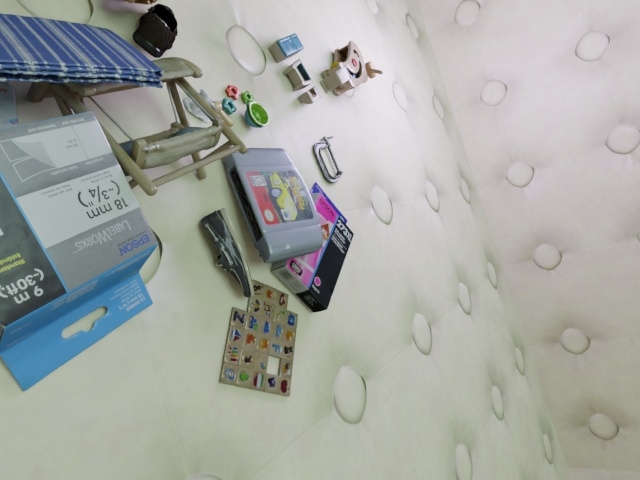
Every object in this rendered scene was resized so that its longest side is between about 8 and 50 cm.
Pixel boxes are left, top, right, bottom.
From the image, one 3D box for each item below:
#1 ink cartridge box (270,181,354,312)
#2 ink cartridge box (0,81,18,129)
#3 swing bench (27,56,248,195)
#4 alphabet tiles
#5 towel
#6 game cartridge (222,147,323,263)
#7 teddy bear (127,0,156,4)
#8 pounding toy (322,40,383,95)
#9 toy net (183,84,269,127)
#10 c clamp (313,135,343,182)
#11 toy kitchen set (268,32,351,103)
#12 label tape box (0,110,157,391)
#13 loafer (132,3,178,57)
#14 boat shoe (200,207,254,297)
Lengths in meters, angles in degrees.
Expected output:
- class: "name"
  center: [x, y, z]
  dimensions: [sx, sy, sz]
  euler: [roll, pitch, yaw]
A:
- class: "ink cartridge box"
  center: [0.000, 0.000, 1.147]
  dimensions: [0.176, 0.069, 0.371]
  euler: [48, 41, -26]
- class: "ink cartridge box"
  center: [-0.502, -0.174, 0.601]
  dimensions: [0.088, 0.052, 0.123]
  euler: [-2, 78, -52]
- class: "swing bench"
  center: [-0.318, -0.215, 0.755]
  dimensions: [0.253, 0.165, 0.255]
  euler: [-43, 109, -49]
- class: "alphabet tiles"
  center: [-0.129, 0.217, 0.937]
  dimensions: [0.198, 0.009, 0.238]
  euler: [31, 53, -40]
- class: "towel"
  center: [-0.438, -0.280, 0.597]
  dimensions: [0.335, 0.040, 0.243]
  euler: [-18, 49, -43]
- class: "game cartridge"
  center: [-0.107, -0.097, 1.006]
  dimensions: [0.196, 0.060, 0.295]
  euler: [-11, 73, -48]
- class: "teddy bear"
  center: [-0.450, -0.625, 0.830]
  dimensions: [0.338, 0.113, 0.245]
  euler: [39, 40, -25]
- class: "pounding toy"
  center: [0.128, -0.647, 1.494]
  dimensions: [0.269, 0.154, 0.154]
  euler: [-48, 117, -49]
- class: "toy net"
  center: [-0.230, -0.343, 1.015]
  dimensions: [0.232, 0.045, 0.122]
  euler: [-8, 82, -52]
- class: "c clamp"
  center: [0.032, -0.264, 1.326]
  dimensions: [0.137, 0.022, 0.161]
  euler: [-19, 90, -53]
- class: "toy kitchen set"
  center: [-0.020, -0.554, 1.264]
  dimensions: [0.207, 0.166, 0.122]
  euler: [57, 40, -18]
- class: "label tape box"
  center: [-0.377, 0.010, 0.593]
  dimensions: [0.240, 0.105, 0.334]
  euler: [-41, 117, -50]
- class: "loafer"
  center: [-0.329, -0.451, 0.862]
  dimensions: [0.080, 0.078, 0.220]
  euler: [35, 25, -36]
- class: "boat shoe"
  center: [-0.201, 0.034, 0.897]
  dimensions: [0.064, 0.075, 0.206]
  euler: [-20, 97, -11]
